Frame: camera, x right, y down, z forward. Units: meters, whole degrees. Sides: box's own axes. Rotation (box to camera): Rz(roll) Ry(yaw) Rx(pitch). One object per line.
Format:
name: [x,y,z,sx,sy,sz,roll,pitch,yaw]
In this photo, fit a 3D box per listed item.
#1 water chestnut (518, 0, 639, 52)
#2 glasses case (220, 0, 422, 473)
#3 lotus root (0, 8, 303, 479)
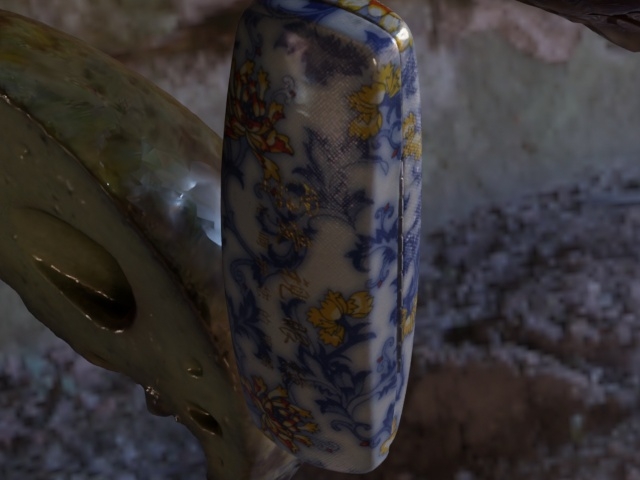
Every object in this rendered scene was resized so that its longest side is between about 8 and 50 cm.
water chestnut: [0.105,-0.163,0.299,0.289,0.244,0.289,-49,-1,-1]
glasses case: [0.000,0.000,0.819,0.087,0.248,0.065,23,43,29]
lotus root: [-0.093,-0.014,1.075,0.142,0.314,0.210,-47,7,39]
